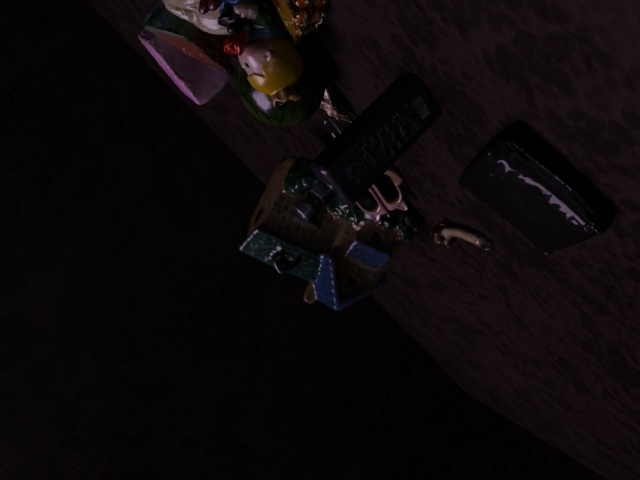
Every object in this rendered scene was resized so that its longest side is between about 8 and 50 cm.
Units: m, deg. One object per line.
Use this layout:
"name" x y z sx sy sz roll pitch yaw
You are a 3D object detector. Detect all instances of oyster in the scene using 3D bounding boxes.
"oyster" 0.012 -0.324 1.681 0.146 0.045 0.121 49 178 21

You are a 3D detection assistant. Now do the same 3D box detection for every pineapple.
"pineapple" -0.059 -0.442 1.292 0.233 0.079 0.135 48 169 -30

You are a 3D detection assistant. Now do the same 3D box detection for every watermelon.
"watermelon" -0.335 -0.554 2.030 0.193 0.140 0.257 33 177 34
"watermelon" -0.080 -0.347 1.572 0.188 0.214 0.188 4 -165 -1

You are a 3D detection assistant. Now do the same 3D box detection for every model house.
"model house" 0.000 0.000 2.045 0.382 0.342 0.334 28 178 -16

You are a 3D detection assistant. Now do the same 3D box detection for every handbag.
"handbag" 0.340 -0.068 1.226 0.223 0.080 0.247 43 173 4

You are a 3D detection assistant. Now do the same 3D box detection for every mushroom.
"mushroom" 0.323 -0.005 1.749 0.060 0.061 0.187 53 165 -23

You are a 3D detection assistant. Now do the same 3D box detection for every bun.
"bun" -0.255 -0.530 1.544 0.259 0.160 0.259 46 171 9

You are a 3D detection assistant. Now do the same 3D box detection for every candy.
"candy" -0.392 -0.543 2.195 0.116 0.155 0.265 42 174 49

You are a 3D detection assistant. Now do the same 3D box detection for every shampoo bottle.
"shampoo bottle" 0.073 -0.150 1.302 0.098 0.309 0.071 50 169 -33

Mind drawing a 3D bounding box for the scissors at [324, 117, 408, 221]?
"scissors" 0.096 -0.170 1.800 0.317 0.160 0.024 51 -148 -31

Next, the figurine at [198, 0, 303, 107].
"figurine" -0.125 -0.365 1.402 0.127 0.185 0.234 8 106 47
